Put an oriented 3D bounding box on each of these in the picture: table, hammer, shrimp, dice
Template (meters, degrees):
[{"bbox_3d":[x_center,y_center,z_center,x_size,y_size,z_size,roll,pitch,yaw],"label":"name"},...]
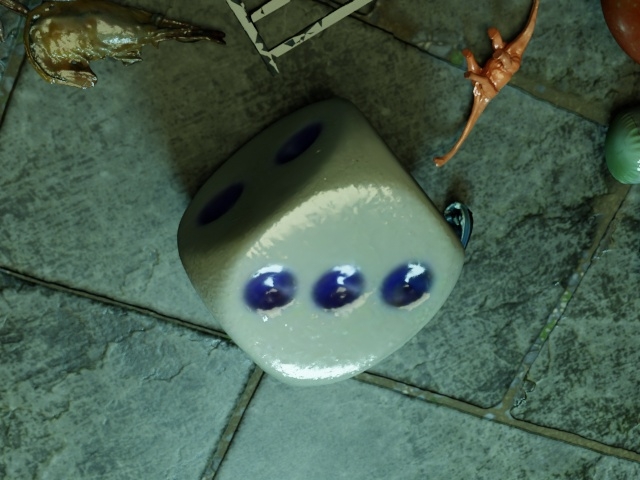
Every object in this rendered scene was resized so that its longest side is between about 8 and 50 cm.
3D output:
[{"bbox_3d":[0.000,-0.420,1.310,0.335,0.222,0.272,-31,115,4],"label":"table"},{"bbox_3d":[0.538,-0.061,1.661,0.206,0.119,0.335,-10,123,-7],"label":"hammer"},{"bbox_3d":[-0.258,-0.252,1.416,0.262,0.066,0.117,6,97,-20],"label":"shrimp"},{"bbox_3d":[0.000,0.000,1.455,0.304,0.304,0.277,-38,116,7],"label":"dice"}]

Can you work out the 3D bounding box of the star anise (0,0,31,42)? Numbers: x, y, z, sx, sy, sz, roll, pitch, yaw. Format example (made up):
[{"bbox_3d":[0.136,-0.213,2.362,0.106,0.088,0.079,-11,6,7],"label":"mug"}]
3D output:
[{"bbox_3d":[-0.431,-0.320,1.359,0.141,0.042,0.141,-9,122,-14],"label":"star anise"}]

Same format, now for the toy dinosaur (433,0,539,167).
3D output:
[{"bbox_3d":[0.236,-0.231,1.538,0.279,0.055,0.101,-50,137,9],"label":"toy dinosaur"}]

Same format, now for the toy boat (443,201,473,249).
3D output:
[{"bbox_3d":[0.188,0.002,1.633,0.061,0.060,0.137,7,118,-38],"label":"toy boat"}]

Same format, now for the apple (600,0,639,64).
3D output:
[{"bbox_3d":[0.513,-0.345,1.456,0.260,0.216,0.260,-4,114,-9],"label":"apple"}]
